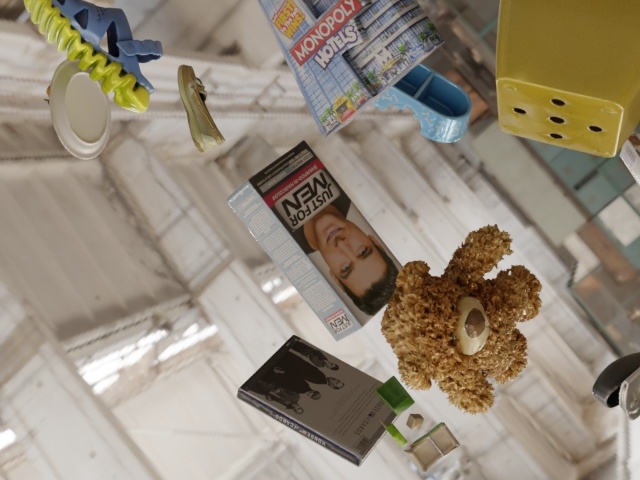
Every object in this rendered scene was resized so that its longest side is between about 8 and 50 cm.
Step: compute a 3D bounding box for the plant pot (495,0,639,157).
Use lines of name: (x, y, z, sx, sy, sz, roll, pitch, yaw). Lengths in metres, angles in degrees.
plant pot: (0.303, -0.221, 1.160, 0.212, 0.187, 0.212, 16, 164, 17)

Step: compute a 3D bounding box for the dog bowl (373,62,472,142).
dog bowl: (0.247, -0.365, 2.471, 0.297, 0.074, 0.166, 32, -129, 6)

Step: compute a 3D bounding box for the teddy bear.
teddy bear: (0.213, 0.111, 1.301, 0.113, 0.245, 0.338, 23, 171, 35)

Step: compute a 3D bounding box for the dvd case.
dvd case: (0.007, 0.263, 1.662, 0.238, 0.030, 0.179, 27, -142, 19)

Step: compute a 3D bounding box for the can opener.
can opener: (0.467, 0.121, 1.271, 0.095, 0.283, 0.076, 31, 152, 50)

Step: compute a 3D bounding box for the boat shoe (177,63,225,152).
boat shoe: (-0.188, -0.213, 1.561, 0.056, 0.048, 0.153, 59, -166, -66)

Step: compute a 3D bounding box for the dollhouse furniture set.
dollhouse furniture set: (0.139, 0.277, 1.493, 0.152, 0.076, 0.058, 53, 175, -34)

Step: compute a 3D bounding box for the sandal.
sandal: (-0.419, -0.390, 1.866, 0.317, 0.138, 0.126, 44, 161, -23)

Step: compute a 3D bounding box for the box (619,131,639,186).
box: (0.647, -0.061, 1.781, 0.067, 0.063, 0.324, 79, 170, -58)

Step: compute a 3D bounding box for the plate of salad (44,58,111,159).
plate of salad: (-0.478, -0.258, 1.947, 0.200, 0.048, 0.200, -4, -90, -68)

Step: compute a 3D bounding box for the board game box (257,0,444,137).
board game box: (0.018, -0.256, 1.191, 0.194, 0.194, 0.060, 53, -135, 0)

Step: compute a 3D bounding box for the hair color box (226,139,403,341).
hair color box: (0.000, 0.000, 2.047, 0.185, 0.113, 0.374, -39, -87, -37)
